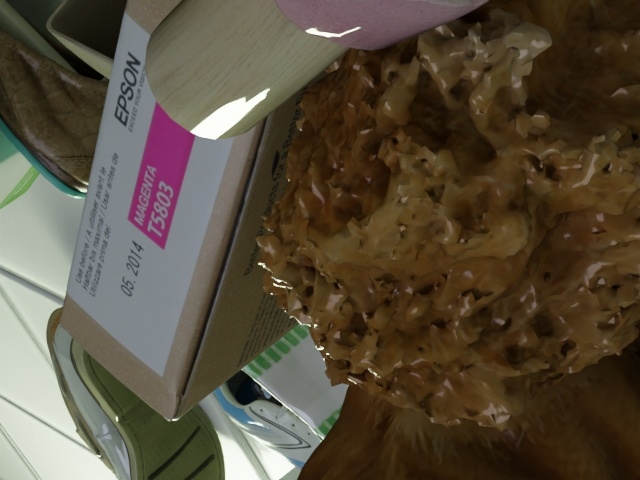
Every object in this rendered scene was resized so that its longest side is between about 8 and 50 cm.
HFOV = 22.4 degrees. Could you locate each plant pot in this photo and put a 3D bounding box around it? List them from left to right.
[{"bbox_3d":[-0.077,-0.122,0.969,0.109,0.109,0.096,29,164,31],"label":"plant pot"}]

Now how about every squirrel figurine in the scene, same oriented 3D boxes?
[{"bbox_3d":[0.074,0.030,0.626,0.281,0.370,0.397,22,149,41],"label":"squirrel figurine"}]

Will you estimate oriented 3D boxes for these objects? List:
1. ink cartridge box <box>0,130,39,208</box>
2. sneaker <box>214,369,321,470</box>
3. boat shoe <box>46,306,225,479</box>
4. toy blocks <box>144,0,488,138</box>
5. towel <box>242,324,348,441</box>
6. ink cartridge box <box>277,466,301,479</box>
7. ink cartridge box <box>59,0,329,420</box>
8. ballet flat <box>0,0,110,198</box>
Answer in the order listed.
[{"bbox_3d":[-0.338,-0.083,1.148,0.207,0.353,0.119,44,119,-1],"label":"ink cartridge box"},{"bbox_3d":[-0.006,0.143,1.313,0.237,0.085,0.086,21,159,42],"label":"sneaker"},{"bbox_3d":[-0.191,0.188,1.678,0.103,0.113,0.302,18,135,49],"label":"boat shoe"},{"bbox_3d":[-0.027,-0.235,0.393,0.309,0.288,0.260,35,148,-15],"label":"toy blocks"},{"bbox_3d":[0.061,0.052,0.965,0.325,0.038,0.248,45,124,-3],"label":"towel"},{"bbox_3d":[0.032,0.287,1.418,0.127,0.128,0.176,36,160,50],"label":"ink cartridge box"},{"bbox_3d":[-0.017,-0.055,0.780,0.088,0.193,0.235,38,134,18],"label":"ink cartridge box"},{"bbox_3d":[-0.248,-0.178,1.127,0.342,0.124,0.116,41,-167,-2],"label":"ballet flat"}]
